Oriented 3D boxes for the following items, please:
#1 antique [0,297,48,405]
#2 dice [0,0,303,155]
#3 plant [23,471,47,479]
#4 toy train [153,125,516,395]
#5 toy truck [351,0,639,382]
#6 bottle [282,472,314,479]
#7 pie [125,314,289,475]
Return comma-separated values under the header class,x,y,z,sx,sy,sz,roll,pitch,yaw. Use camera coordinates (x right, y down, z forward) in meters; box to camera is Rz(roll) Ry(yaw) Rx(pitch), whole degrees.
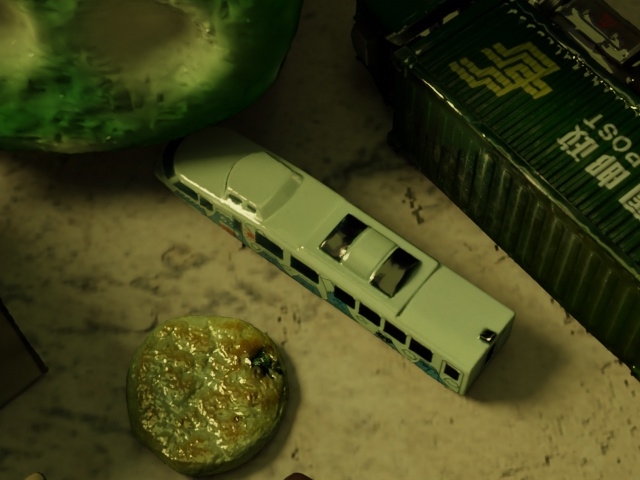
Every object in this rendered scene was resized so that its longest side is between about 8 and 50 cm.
class,x,y,z,sx,sy,sz,roll,pitch,yaw
antique,-0.237,0.026,0.557,0.148,0.147,0.152,-39,66,-15
dice,-0.141,-0.233,0.594,0.297,0.287,0.300,4,50,-3
plant,-0.139,0.175,0.475,0.194,0.129,0.132,-35,65,-13
toy train,0.000,0.000,0.617,0.207,0.047,0.043,34,66,18
toy truck,0.119,-0.065,0.626,0.121,0.088,0.259,-36,66,-17
bottle,0.041,0.160,0.518,0.164,0.060,0.060,33,67,20
pie,-0.056,0.074,0.593,0.085,0.017,0.085,0,61,1
